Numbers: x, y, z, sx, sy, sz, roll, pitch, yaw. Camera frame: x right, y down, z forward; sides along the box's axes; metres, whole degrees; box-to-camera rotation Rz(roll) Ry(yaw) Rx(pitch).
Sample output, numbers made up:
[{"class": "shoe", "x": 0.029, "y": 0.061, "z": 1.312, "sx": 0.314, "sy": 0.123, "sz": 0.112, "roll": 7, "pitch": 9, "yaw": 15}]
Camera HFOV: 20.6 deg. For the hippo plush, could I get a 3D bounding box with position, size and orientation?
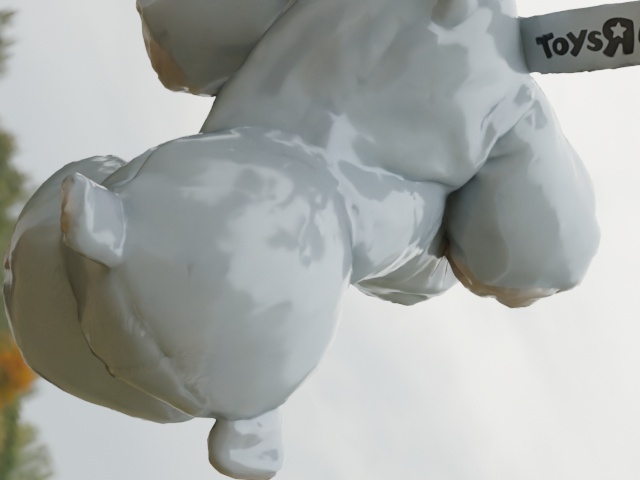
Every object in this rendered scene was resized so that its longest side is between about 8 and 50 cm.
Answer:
[{"class": "hippo plush", "x": 0.000, "y": 0.000, "z": 0.761, "sx": 0.294, "sy": 0.236, "sz": 0.234, "roll": -5, "pitch": -49, "yaw": 51}]
